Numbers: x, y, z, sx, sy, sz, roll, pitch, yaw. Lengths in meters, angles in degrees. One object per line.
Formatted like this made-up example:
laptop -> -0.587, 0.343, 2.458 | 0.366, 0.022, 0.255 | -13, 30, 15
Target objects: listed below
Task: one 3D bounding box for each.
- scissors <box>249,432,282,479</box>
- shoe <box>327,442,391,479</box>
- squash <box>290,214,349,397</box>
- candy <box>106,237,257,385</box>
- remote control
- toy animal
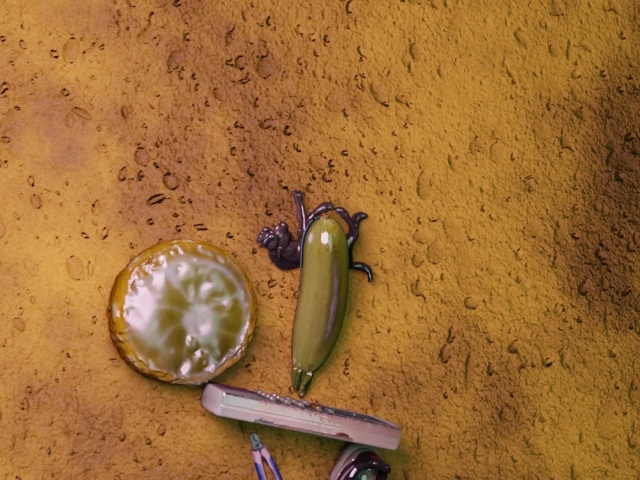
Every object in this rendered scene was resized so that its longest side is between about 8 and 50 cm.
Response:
scissors -> -0.100, 0.396, 1.693 | 0.039, 0.012, 0.113 | -21, 92, -20
shoe -> 0.051, 0.467, 1.687 | 0.099, 0.112, 0.227 | 32, 74, -15
squash -> 0.000, 0.120, 1.691 | 0.094, 0.094, 0.341 | 3, 104, -19
candy -> -0.234, 0.122, 1.624 | 0.260, 0.118, 0.260 | 2, 84, -24
remote control -> -0.037, 0.304, 1.655 | 0.344, 0.145, 0.050 | 15, 84, -18
toy animal -> 0.000, 0.000, 1.742 | 0.232, 0.084, 0.148 | 18, 96, -23
